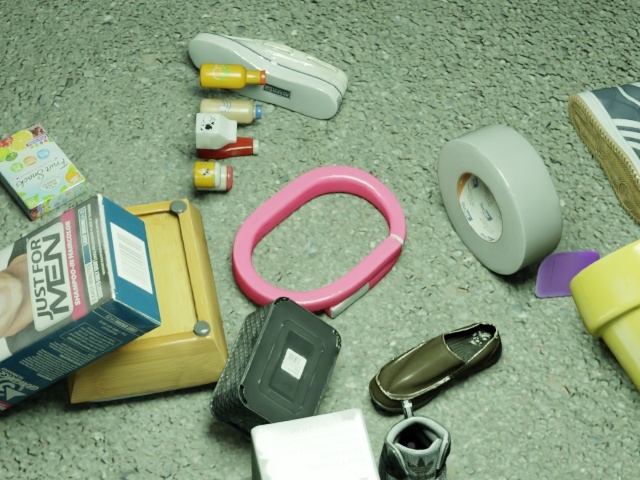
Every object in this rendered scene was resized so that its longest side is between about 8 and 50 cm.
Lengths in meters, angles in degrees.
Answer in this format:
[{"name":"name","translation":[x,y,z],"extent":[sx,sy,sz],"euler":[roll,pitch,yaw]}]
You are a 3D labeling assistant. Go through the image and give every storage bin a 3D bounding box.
[{"name":"storage bin","translation":[-0.060,0.184,1.865],"extent":[0.122,0.084,0.180],"euler":[35,55,-19]}]

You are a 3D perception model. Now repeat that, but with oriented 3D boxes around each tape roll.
[{"name":"tape roll","translation":[0.264,-0.062,2.003],"extent":[0.072,0.219,0.219],"euler":[-25,61,-21]}]

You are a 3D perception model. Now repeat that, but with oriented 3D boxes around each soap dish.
[{"name":"soap dish","translation":[-0.262,0.078,1.934],"extent":[0.229,0.118,0.291],"euler":[-8,58,-9]}]

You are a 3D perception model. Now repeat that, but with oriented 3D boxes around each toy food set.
[{"name":"toy food set","translation":[-0.140,-0.165,2.111],"extent":[0.104,0.111,0.232],"euler":[1,53,-3]}]

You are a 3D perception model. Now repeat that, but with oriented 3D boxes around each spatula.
[{"name":"spatula","translation":[0.464,0.028,2.053],"extent":[0.296,0.084,0.030],"euler":[-14,37,-20]}]

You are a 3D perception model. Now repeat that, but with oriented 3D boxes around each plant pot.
[{"name":"plant pot","translation":[0.511,0.122,1.893],"extent":[0.254,0.254,0.239],"euler":[-16,73,-14]}]

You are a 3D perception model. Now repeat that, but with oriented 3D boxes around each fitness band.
[{"name":"fitness band","translation":[0.000,0.000,2.044],"extent":[0.209,0.054,0.291],"euler":[39,61,21]}]

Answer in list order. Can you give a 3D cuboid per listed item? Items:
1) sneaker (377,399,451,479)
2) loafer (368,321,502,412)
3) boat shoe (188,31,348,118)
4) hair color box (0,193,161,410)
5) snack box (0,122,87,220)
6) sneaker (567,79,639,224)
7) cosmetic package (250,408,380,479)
[{"name":"sneaker","translation":[0.132,0.338,1.746],"extent":[0.101,0.153,0.268],"euler":[-9,48,-7]},{"name":"loafer","translation":[0.165,0.167,1.924],"extent":[0.220,0.078,0.080],"euler":[-27,61,-21]},{"name":"boat shoe","translation":[-0.082,-0.289,2.213],"extent":[0.267,0.096,0.088],"euler":[19,53,8]},{"name":"hair color box","translation":[-0.390,0.099,1.813],"extent":[0.347,0.105,0.174],"euler":[-29,54,20]},{"name":"snack box","translation":[-0.444,-0.109,2.098],"extent":[0.100,0.037,0.141],"euler":[-32,63,-21]},{"name":"sneaker","translation":[0.525,-0.148,2.153],"extent":[0.153,0.099,0.282],"euler":[-17,55,-13]},{"name":"cosmetic package","translation":[-0.002,0.342,1.749],"extent":[0.151,0.151,0.183],"euler":[-10,57,-9]}]
